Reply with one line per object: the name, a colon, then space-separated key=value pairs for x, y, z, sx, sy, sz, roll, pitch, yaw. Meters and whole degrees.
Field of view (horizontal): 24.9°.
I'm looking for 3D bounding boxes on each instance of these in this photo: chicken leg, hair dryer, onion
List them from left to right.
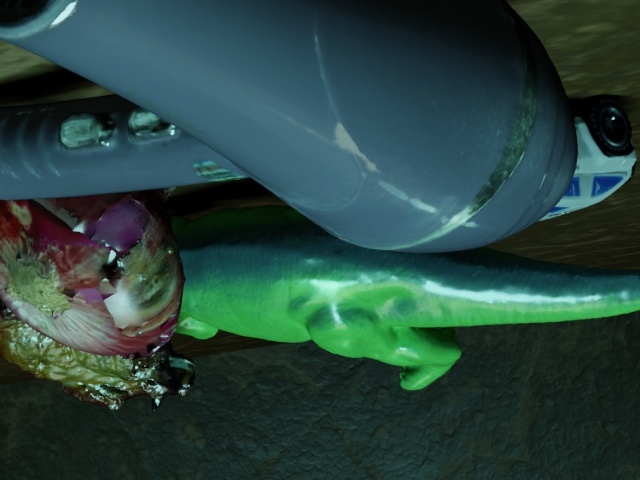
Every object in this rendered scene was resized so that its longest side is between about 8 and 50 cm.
chicken leg: x=-0.181 y=0.047 z=0.984 sx=0.106 sy=0.051 sz=0.253 roll=-16 pitch=138 yaw=25
hair dryer: x=-0.097 y=-0.052 z=0.619 sx=0.361 sy=0.121 sz=0.301 roll=-7 pitch=166 yaw=36
onion: x=-0.118 y=-0.017 z=0.808 sx=0.140 sy=0.150 sz=0.150 roll=-49 pitch=-165 yaw=-29

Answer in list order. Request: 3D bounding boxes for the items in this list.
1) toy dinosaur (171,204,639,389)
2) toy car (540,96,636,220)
toy dinosaur: x=0.000 y=0.000 z=0.988 sx=0.374 sy=0.144 sz=0.500 roll=14 pitch=162 yaw=-35
toy car: x=0.134 y=-0.050 z=0.931 sx=0.171 sy=0.070 sz=0.080 roll=-2 pitch=169 yaw=-36
